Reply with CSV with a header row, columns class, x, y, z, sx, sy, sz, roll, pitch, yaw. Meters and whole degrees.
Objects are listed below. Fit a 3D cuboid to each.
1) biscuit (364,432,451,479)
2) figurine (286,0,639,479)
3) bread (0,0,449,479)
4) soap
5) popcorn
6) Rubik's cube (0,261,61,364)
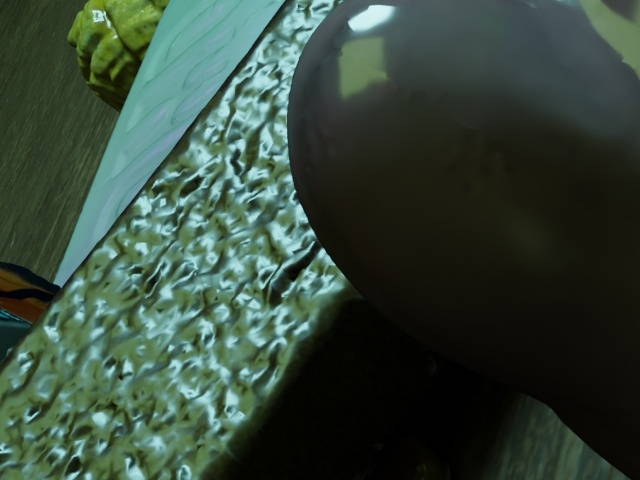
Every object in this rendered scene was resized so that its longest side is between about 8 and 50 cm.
class,x,y,z,sx,sy,sz,roll,pitch,yaw
biscuit,-0.020,0.179,0.793,0.138,0.031,0.205,2,57,57
figurine,0.149,-0.017,0.432,0.269,0.261,0.211,-51,-5,12
bread,0.000,0.000,0.804,0.165,0.113,0.416,27,74,40
soap,-0.050,-0.055,1.076,0.208,0.115,0.347,-33,31,42
popcorn,-0.102,-0.169,1.325,0.194,0.140,0.163,-39,17,10
Rubik's cube,-0.213,0.096,0.896,0.183,0.180,0.167,18,94,41
